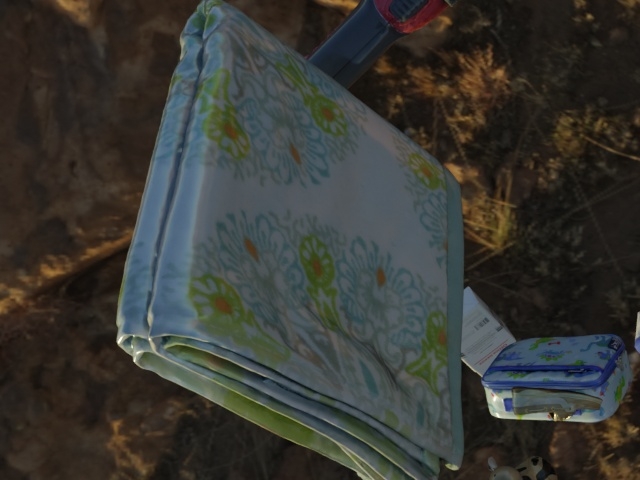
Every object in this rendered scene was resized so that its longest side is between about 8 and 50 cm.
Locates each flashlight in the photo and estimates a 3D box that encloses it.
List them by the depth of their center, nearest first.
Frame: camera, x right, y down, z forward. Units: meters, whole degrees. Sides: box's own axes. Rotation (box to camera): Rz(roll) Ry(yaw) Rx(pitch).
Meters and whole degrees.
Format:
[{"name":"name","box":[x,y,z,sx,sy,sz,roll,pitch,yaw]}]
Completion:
[{"name":"flashlight","box":[0.027,-0.208,0.972,0.304,0.103,0.103,-42,68,17]}]

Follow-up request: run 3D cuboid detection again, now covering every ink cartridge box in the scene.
[{"name":"ink cartridge box","box":[0.307,0.185,1.791,0.104,0.180,0.060,-39,34,11]}]

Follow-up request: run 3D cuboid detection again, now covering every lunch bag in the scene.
[{"name":"lunch bag","box":[0.384,0.224,1.485,0.219,0.176,0.090,-6,108,38]}]

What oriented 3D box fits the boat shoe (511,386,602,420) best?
[{"name":"boat shoe","box":[0.343,0.240,1.332,0.135,0.050,0.045,6,85,-4]}]

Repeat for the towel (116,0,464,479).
[{"name":"towel","box":[0.000,0.000,0.780,0.090,0.320,0.375,-29,40,34]}]

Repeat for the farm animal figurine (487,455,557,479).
[{"name":"farm animal figurine","box":[0.228,0.404,1.193,0.330,0.326,0.172,-92,21,-50]}]

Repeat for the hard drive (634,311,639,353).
[{"name":"hard drive","box":[0.328,0.023,0.383,0.210,0.040,0.319,37,133,-8]}]
